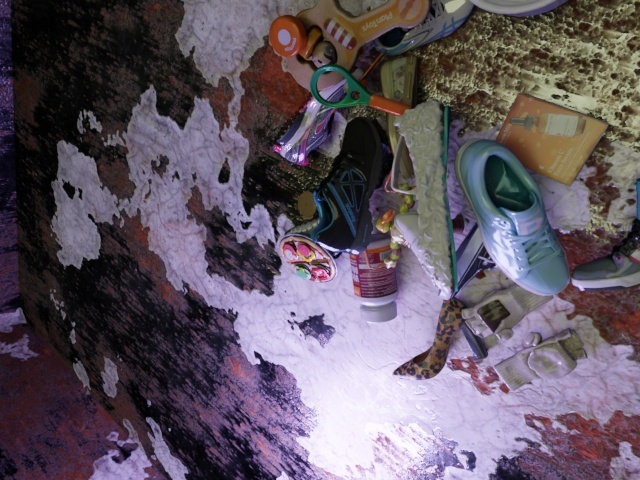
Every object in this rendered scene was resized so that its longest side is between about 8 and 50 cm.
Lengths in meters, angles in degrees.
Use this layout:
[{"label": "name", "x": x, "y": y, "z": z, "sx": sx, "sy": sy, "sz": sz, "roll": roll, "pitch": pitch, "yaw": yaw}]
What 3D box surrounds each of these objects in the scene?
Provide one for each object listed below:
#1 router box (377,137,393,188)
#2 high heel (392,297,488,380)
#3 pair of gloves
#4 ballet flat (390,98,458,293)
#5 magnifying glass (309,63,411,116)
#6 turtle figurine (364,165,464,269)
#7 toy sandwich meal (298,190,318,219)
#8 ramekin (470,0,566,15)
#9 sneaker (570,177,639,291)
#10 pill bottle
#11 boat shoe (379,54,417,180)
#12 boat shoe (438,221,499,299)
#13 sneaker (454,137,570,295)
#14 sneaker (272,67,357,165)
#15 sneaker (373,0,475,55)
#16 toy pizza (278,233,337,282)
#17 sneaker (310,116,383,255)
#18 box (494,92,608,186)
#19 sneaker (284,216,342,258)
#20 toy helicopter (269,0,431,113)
[{"label": "router box", "x": 0.134, "y": -0.209, "z": 1.118, "sx": 0.092, "sy": 0.038, "sz": 0.123, "roll": 34, "pitch": 120, "yaw": 23}, {"label": "high heel", "x": 0.276, "y": 0.255, "z": 1.116, "sx": 0.261, "sy": 0.093, "sz": 0.186, "roll": -26, "pitch": 95, "yaw": 21}, {"label": "pair of gloves", "x": 0.471, "y": 0.220, "z": 0.992, "sx": 0.204, "sy": 0.042, "sz": 0.240, "roll": -32, "pitch": 85, "yaw": 26}, {"label": "ballet flat", "x": 0.222, "y": -0.091, "z": 0.923, "sx": 0.146, "sy": 0.147, "sz": 0.410, "roll": -4, "pitch": 89, "yaw": 35}, {"label": "magnifying glass", "x": 0.088, "y": -0.322, "z": 0.951, "sx": 0.230, "sy": 0.026, "sz": 0.092, "roll": 20, "pitch": 129, "yaw": 1}, {"label": "turtle figurine", "x": 0.224, "y": -0.038, "z": 1.015, "sx": 0.217, "sy": 0.087, "sz": 0.270, "roll": 8, "pitch": 107, "yaw": -6}, {"label": "toy sandwich meal", "x": -0.033, "y": -0.105, "z": 1.273, "sx": 0.085, "sy": 0.029, "sz": 0.086, "roll": 6, "pitch": 99, "yaw": 42}, {"label": "ramekin", "x": 0.389, "y": -0.556, "z": 0.780, "sx": 0.277, "sy": 0.135, "sz": 0.278, "roll": 10, "pitch": 109, "yaw": 32}, {"label": "sneaker", "x": 0.601, "y": -0.023, "z": 0.794, "sx": 0.295, "sy": 0.123, "sz": 0.179, "roll": -24, "pitch": 94, "yaw": 28}, {"label": "pill bottle", "x": 0.146, "y": 0.101, "z": 1.151, "sx": 0.121, "sy": 0.121, "sz": 0.221, "roll": 0, "pitch": 103, "yaw": 35}, {"label": "boat shoe", "x": 0.204, "y": -0.286, "z": 1.007, "sx": 0.089, "sy": 0.104, "sz": 0.286, "roll": -9, "pitch": 98, "yaw": 18}, {"label": "boat shoe", "x": 0.381, "y": 0.022, "z": 0.977, "sx": 0.104, "sy": 0.113, "sz": 0.307, "roll": 29, "pitch": 106, "yaw": 8}, {"label": "sneaker", "x": 0.381, "y": -0.030, "z": 0.833, "sx": 0.135, "sy": 0.150, "sz": 0.366, "roll": -35, "pitch": 97, "yaw": 12}, {"label": "sneaker", "x": -0.002, "y": -0.336, "z": 1.143, "sx": 0.112, "sy": 0.121, "sz": 0.299, "roll": 35, "pitch": 117, "yaw": -20}, {"label": "sneaker", "x": 0.224, "y": -0.482, "z": 0.948, "sx": 0.237, "sy": 0.086, "sz": 0.085, "roll": -15, "pitch": 93, "yaw": 35}, {"label": "toy pizza", "x": -0.043, "y": 0.062, "z": 1.272, "sx": 0.201, "sy": 0.032, "sz": 0.201, "roll": 22, "pitch": 142, "yaw": 18}, {"label": "sneaker", "x": 0.061, "y": -0.139, "z": 1.025, "sx": 0.125, "sy": 0.139, "sz": 0.341, "roll": 169, "pitch": 107, "yaw": -66}, {"label": "box", "x": 0.458, "y": -0.206, "z": 0.863, "sx": 0.170, "sy": 0.091, "sz": 0.130, "roll": 31, "pitch": 119, "yaw": 24}, {"label": "sneaker", "x": 0.000, "y": 0.000, "z": 1.247, "sx": 0.228, "sy": 0.086, "sz": 0.132, "roll": -19, "pitch": 95, "yaw": 36}, {"label": "toy helicopter", "x": 0.077, "y": -0.433, "z": 0.937, "sx": 0.354, "sy": 0.140, "sz": 0.235, "roll": -11, "pitch": 115, "yaw": 35}]
